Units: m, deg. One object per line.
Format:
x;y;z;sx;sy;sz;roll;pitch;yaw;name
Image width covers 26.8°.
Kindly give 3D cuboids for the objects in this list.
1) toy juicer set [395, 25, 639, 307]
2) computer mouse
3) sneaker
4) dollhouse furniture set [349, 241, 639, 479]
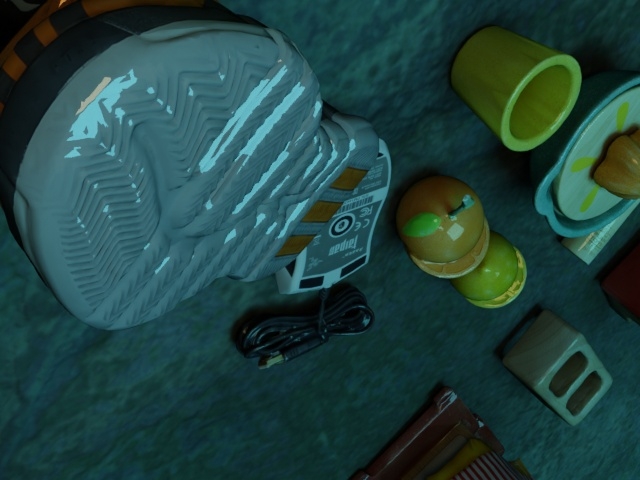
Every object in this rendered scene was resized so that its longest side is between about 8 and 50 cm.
0.189;-0.032;0.968;0.329;0.089;0.209;1;122;-47;toy juicer set
0.000;0.000;0.846;0.106;0.042;0.193;-18;141;-28;computer mouse
-0.091;-0.067;0.543;0.124;0.180;0.321;-49;171;4;sneaker
0.232;0.150;1.089;0.374;0.201;0.152;-47;145;-1;dollhouse furniture set
